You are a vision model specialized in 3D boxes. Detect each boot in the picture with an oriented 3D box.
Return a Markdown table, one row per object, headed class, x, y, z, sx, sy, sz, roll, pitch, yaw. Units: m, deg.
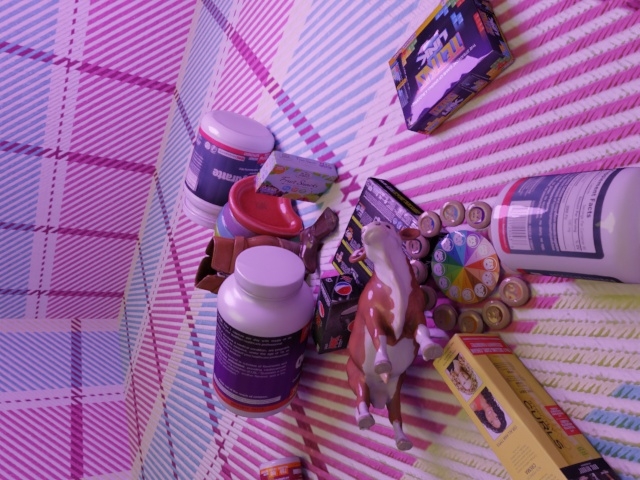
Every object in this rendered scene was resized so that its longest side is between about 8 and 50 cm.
| class | x | y | z | sx | sy | sz | roll | pitch | yaw |
| --- | --- | --- | --- | --- | --- | --- | --- | --- | --- |
| boot | -0.163 | 0.114 | 1.014 | 0.109 | 0.220 | 0.283 | 57 | 131 | 46 |
| boot | 0.000 | 0.000 | 0.953 | 0.114 | 0.037 | 0.106 | -38 | 56 | 44 |

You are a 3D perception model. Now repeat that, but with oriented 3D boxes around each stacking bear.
| class | x | y | z | sx | sy | sz | roll | pitch | yaw |
| --- | --- | --- | --- | --- | --- | --- | --- | --- | --- |
| stacking bear | -0.182 | -0.004 | 1.140 | 0.289 | 0.164 | 0.175 | -54 | 42 | 45 |

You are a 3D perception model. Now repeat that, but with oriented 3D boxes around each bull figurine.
| class | x | y | z | sx | sy | sz | roll | pitch | yaw |
| --- | --- | --- | --- | --- | --- | --- | --- | --- | --- |
| bull figurine | 0.090 | 0.128 | 0.635 | 0.188 | 0.101 | 0.310 | -91 | 1 | -57 |

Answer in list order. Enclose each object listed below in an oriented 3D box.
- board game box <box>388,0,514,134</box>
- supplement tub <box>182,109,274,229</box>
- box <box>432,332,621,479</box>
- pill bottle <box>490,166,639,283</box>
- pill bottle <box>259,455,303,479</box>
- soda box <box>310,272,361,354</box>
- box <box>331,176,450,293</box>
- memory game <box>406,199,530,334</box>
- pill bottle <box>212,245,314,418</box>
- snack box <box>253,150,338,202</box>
| class | x | y | z | sx | sy | sz | roll | pitch | yaw |
| --- | --- | --- | --- | --- | --- | --- | --- | --- | --- |
| board game box | 0.182 | -0.264 | 0.689 | 0.170 | 0.048 | 0.141 | -40 | 51 | 48 |
| supplement tub | -0.247 | -0.182 | 1.230 | 0.191 | 0.191 | 0.272 | 56 | 131 | 46 |
| box | 0.225 | 0.205 | 0.506 | 0.058 | 0.087 | 0.232 | -63 | 36 | 27 |
| pill bottle | 0.270 | -0.014 | 0.448 | 0.180 | 0.108 | 0.107 | 4 | 88 | 58 |
| pill bottle | -0.069 | 0.515 | 0.924 | 0.086 | 0.086 | 0.152 | -46 | 49 | 45 |
| soda box | 0.025 | 0.131 | 0.817 | 0.169 | 0.060 | 0.053 | 100 | 154 | -48 |
| box | 0.104 | 0.018 | 0.771 | 0.190 | 0.045 | 0.184 | 51 | 129 | 48 |
| memory game | 0.187 | 0.037 | 0.621 | 0.186 | 0.012 | 0.186 | 4 | 95 | 45 |
| pill bottle | -0.113 | 0.178 | 0.910 | 0.181 | 0.182 | 0.322 | -126 | 39 | -47 |
| snack box | -0.050 | -0.126 | 0.950 | 0.100 | 0.141 | 0.037 | -46 | 47 | 45 |
